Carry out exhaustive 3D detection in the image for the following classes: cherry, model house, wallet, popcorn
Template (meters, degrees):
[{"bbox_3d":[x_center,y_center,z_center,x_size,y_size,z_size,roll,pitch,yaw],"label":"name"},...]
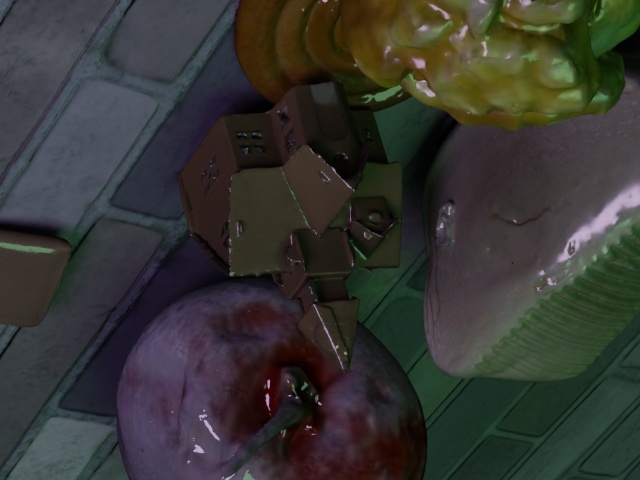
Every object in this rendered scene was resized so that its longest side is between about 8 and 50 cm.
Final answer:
[{"bbox_3d":[-0.069,0.194,1.723,0.335,0.291,0.326,-10,126,47],"label":"cherry"},{"bbox_3d":[0.000,0.000,1.556,0.181,0.248,0.176,-4,154,-27],"label":"model house"},{"bbox_3d":[-0.320,0.031,1.603,0.153,0.038,0.118,9,126,-31],"label":"wallet"},{"bbox_3d":[0.151,-0.245,1.355,0.274,0.335,0.279,-8,137,20],"label":"popcorn"}]

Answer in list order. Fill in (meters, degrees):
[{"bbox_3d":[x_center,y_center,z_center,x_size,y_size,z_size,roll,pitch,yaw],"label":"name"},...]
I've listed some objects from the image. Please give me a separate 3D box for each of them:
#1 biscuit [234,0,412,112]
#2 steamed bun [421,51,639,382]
[{"bbox_3d":[0.048,-0.209,1.555,0.262,0.037,0.262,-15,138,-14],"label":"biscuit"},{"bbox_3d":[0.247,-0.044,1.696,0.247,0.236,0.383,2,139,-44],"label":"steamed bun"}]
